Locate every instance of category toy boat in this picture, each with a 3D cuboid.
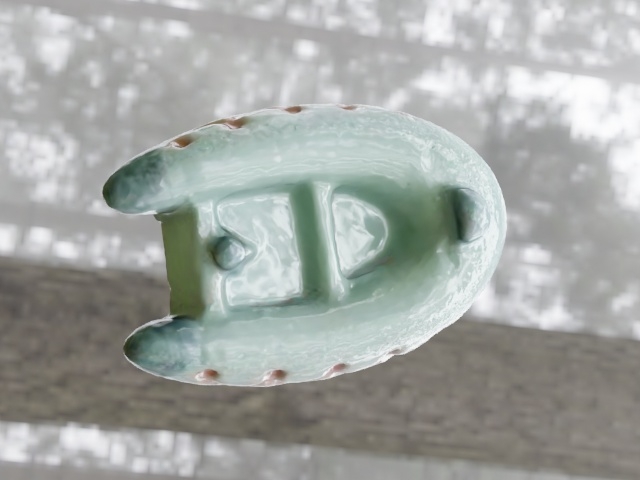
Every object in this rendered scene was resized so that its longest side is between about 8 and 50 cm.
[{"bbox_3d":[0.000,0.000,0.893,0.079,0.207,0.134,-9,-92,64],"label":"toy boat"}]
